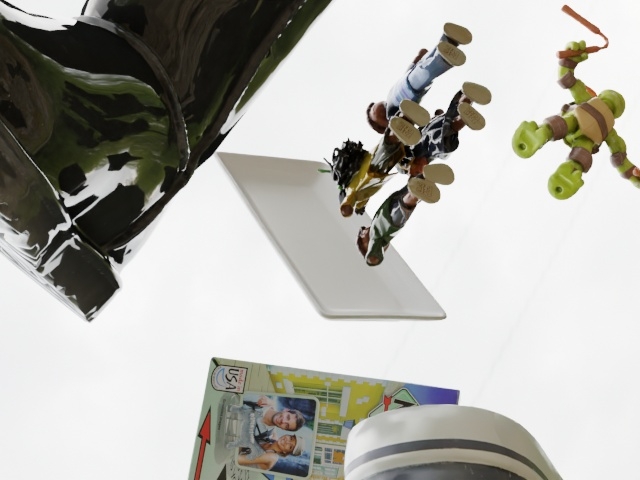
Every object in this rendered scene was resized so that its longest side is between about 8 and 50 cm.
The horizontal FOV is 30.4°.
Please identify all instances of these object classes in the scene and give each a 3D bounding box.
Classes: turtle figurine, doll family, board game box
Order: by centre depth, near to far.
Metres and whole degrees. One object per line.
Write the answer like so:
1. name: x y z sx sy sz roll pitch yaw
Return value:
1. doll family: 0.056 -0.066 0.815 0.076 0.111 0.193 37 -128 -2
2. board game box: -0.011 0.264 0.949 0.046 0.214 0.317 70 -152 -71
3. turtle figurine: 0.331 -0.156 1.516 0.217 0.087 0.269 -36 -80 -40

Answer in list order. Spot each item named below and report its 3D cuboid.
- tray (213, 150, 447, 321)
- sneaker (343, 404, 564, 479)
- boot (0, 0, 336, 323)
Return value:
1. tray: 0.000 0.000 1.158 0.145 0.270 0.030 2 -55 -33
2. sneaker: 0.112 0.201 0.590 0.321 0.126 0.127 39 -139 -42
3. boot: -0.061 -0.188 0.684 0.445 0.146 0.367 -51 -7 -12
